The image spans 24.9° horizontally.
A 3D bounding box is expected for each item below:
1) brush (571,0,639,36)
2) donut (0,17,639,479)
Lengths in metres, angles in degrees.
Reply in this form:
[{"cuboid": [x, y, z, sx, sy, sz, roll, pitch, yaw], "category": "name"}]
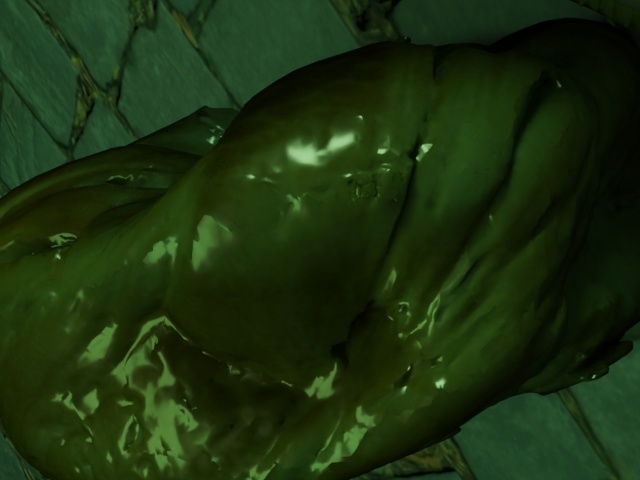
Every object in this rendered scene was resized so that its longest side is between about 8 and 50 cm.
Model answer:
[{"cuboid": [0.178, -0.097, 0.626, 0.313, 0.072, 0.067, 37, 165, 30], "category": "brush"}, {"cuboid": [0.000, 0.000, 0.695, 0.360, 0.360, 0.170, -5, 107, 58], "category": "donut"}]
